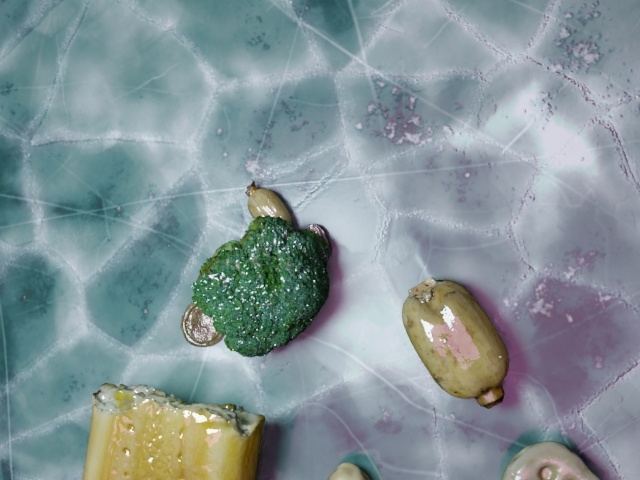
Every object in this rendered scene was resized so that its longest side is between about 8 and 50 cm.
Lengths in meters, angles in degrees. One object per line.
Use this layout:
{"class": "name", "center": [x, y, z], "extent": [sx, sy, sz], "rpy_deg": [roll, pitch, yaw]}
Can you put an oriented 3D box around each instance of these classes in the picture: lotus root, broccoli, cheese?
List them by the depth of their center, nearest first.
{"class": "cheese", "center": [0.461, 0.511, 1.567], "extent": [0.218, 0.117, 0.235], "rpy_deg": [7, 89, 11]}
{"class": "lotus root", "center": [0.274, 0.207, 1.601], "extent": [0.160, 0.146, 0.284], "rpy_deg": [-34, 85, 27]}
{"class": "broccoli", "center": [-0.127, 0.086, 1.644], "extent": [0.275, 0.308, 0.307], "rpy_deg": [35, 97, 37]}
{"class": "lotus root", "center": [0.000, 0.000, 1.722], "extent": [0.037, 0.030, 0.083], "rpy_deg": [-25, 87, 12]}
{"class": "lotus root", "center": [-0.113, -0.065, 1.732], "extent": [0.073, 0.062, 0.150], "rpy_deg": [-40, 81, 1]}

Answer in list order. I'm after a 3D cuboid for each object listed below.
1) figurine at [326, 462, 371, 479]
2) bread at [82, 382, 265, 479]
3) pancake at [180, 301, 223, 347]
{"class": "figurine", "center": [0.020, 0.546, 1.669], "extent": [0.196, 0.114, 0.108], "rpy_deg": [-34, 88, 18]}
{"class": "bread", "center": [-0.303, 0.500, 1.674], "extent": [0.361, 0.250, 0.394], "rpy_deg": [8, 94, 15]}
{"class": "pancake", "center": [-0.261, 0.184, 1.785], "extent": [0.115, 0.011, 0.114], "rpy_deg": [-1, 87, 12]}
